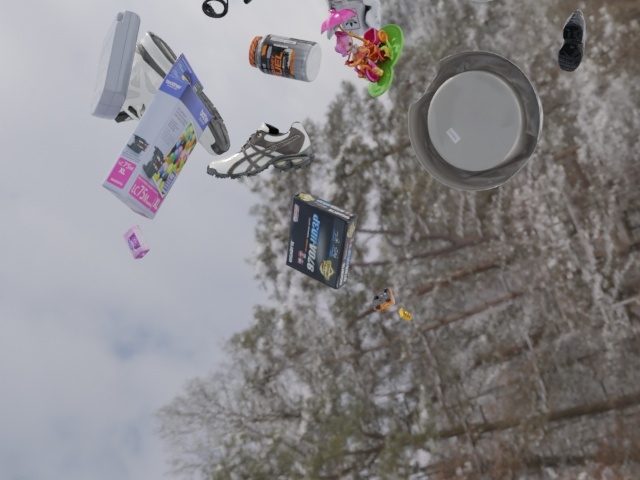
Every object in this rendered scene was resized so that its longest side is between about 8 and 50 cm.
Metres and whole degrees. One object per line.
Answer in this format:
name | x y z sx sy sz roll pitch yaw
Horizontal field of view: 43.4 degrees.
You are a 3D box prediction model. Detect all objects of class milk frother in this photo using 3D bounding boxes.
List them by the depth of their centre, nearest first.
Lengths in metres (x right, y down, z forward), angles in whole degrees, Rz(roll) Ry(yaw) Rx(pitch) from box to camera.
milk frother | -0.260 -0.690 2.196 0.134 0.143 0.129 -90 -21 -61

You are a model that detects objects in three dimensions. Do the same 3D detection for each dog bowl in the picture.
dog bowl | 0.398 -0.302 2.032 0.102 0.349 0.348 -18 -95 -56

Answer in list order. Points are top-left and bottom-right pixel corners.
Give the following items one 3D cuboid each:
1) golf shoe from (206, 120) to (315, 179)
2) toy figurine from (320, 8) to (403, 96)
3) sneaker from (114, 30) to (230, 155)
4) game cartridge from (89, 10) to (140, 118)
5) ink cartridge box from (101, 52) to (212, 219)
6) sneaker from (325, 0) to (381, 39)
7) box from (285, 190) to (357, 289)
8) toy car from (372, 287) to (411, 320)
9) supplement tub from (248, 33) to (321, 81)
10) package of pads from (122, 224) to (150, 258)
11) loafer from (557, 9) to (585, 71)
golf shoe | -0.112 -0.162 1.436 0.077 0.198 0.093 -66 -34 -73
toy figurine | 0.070 -0.399 1.650 0.159 0.130 0.173 22 -120 -35
sneaker | -0.477 -0.388 2.442 0.447 0.257 0.169 54 -171 11
game cartridge | -0.449 -0.364 1.741 0.062 0.297 0.198 7 -92 -21
ink cartridge box | -0.315 -0.207 1.640 0.311 0.065 0.186 -64 -11 -9
sneaker | 0.056 -0.544 1.739 0.366 0.138 0.210 -49 -45 -67
box | 0.000 0.000 2.122 0.051 0.175 0.220 -35 -37 -47
toy car | 0.160 0.156 1.790 0.041 0.060 0.122 31 -164 -33
supplement tub | -0.102 -0.526 2.312 0.117 0.191 0.116 14 -90 -72
package of pads | -0.497 0.004 2.176 0.032 0.050 0.083 -6 -119 -53
loafer | 0.616 -0.481 1.953 0.170 0.062 0.061 81 -149 -58
